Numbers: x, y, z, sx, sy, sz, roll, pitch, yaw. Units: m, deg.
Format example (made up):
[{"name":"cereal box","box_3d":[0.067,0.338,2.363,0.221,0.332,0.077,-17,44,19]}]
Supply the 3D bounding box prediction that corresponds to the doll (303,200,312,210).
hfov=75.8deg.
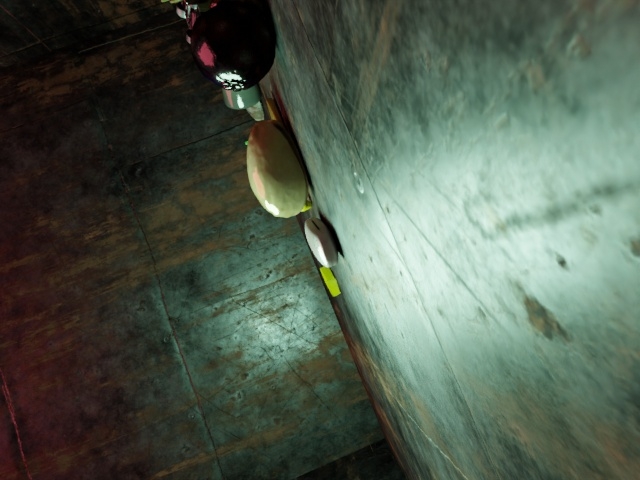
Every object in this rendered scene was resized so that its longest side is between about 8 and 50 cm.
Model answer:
[{"name":"doll","box_3d":[-0.069,-0.169,1.542,0.135,0.071,0.113,89,178,-61]}]

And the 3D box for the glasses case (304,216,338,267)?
[{"name":"glasses case","box_3d":[0.000,0.000,1.338,0.297,0.075,0.113,-128,19,-73]}]

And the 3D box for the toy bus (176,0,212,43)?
[{"name":"toy bus","box_3d":[-0.324,-0.694,1.236,0.306,0.178,0.143,67,153,25]}]

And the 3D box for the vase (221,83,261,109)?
[{"name":"vase","box_3d":[-0.370,-0.748,1.771,0.321,0.173,0.173,81,168,-47]}]

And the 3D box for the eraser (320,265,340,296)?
[{"name":"eraser","box_3d":[0.046,0.184,1.888,0.122,0.045,0.097,-122,10,-60]}]

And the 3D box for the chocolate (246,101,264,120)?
[{"name":"chocolate","box_3d":[-0.370,-0.749,2.175,0.303,0.100,0.185,94,151,-87]}]

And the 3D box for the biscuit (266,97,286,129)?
[{"name":"biscuit","box_3d":[-0.139,-0.392,1.453,0.142,0.028,0.221,-155,42,-82]}]

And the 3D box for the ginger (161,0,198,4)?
[{"name":"ginger","box_3d":[-0.418,-0.791,0.967,0.358,0.211,0.414,40,133,54]}]

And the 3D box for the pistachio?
[{"name":"pistachio","box_3d":[-0.141,-0.230,1.330,0.193,0.213,0.318,-35,-62,-51]}]

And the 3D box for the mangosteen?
[{"name":"mangosteen","box_3d":[-0.189,-0.452,0.908,0.194,0.194,0.231,135,139,-85]}]

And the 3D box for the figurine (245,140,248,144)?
[{"name":"figurine","box_3d":[-0.236,-0.416,1.683,0.095,0.156,0.115,-155,41,-84]}]
